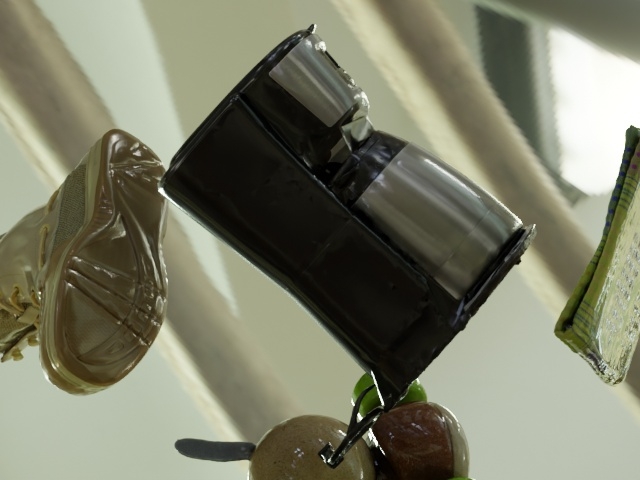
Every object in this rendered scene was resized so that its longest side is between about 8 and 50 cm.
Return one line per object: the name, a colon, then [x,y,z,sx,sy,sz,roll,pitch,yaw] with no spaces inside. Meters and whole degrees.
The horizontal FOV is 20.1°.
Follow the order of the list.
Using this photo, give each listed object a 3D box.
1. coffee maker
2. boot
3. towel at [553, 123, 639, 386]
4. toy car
coffee maker: [0.000,0.000,0.982,0.171,0.178,0.120,-49,-3,-15]
boot: [-0.219,0.052,1.425,0.095,0.262,0.203,36,-55,-29]
towel: [0.080,0.006,0.475,0.060,0.009,0.083,-70,-20,-5]
toy car: [-0.002,0.174,1.219,0.188,0.155,0.149,4,-59,-26]
